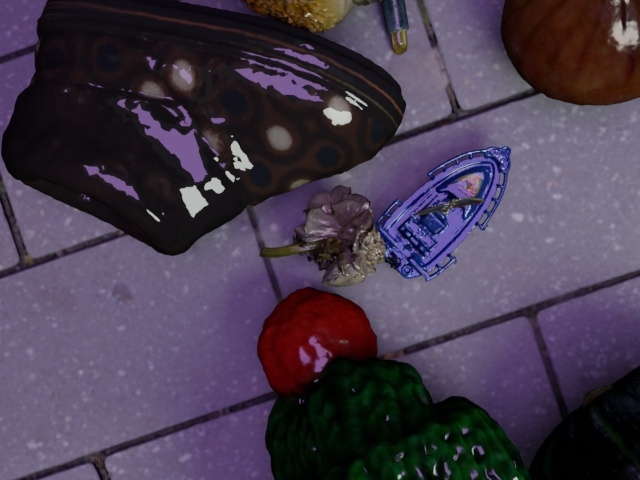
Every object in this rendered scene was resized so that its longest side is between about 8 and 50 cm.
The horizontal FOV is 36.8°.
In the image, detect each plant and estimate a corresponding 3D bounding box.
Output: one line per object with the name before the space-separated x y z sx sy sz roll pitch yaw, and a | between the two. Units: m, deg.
plant | 0.000 0.000 0.985 0.122 0.116 0.104 -10 94 -13

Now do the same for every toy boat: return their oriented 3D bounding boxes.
toy boat | 0.134 -0.034 0.987 0.175 0.110 0.091 -44 90 0

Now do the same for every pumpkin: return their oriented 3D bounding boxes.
pumpkin | 0.339 0.237 0.909 0.248 0.248 0.248 0 91 2

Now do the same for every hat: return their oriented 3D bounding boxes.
hat | 0.033 0.194 0.934 0.274 0.242 0.332 -36 70 27

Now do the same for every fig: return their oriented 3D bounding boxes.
fig | 0.269 -0.232 0.940 0.205 0.205 0.205 0 91 2

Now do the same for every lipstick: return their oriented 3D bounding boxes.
lipstick | 0.077 -0.256 1.023 0.037 0.037 0.116 -10 94 2

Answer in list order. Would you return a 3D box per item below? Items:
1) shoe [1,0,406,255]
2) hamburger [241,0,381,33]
shoe | -0.119 -0.099 0.961 0.384 0.171 0.237 13 85 3
hamburger | -0.054 -0.333 0.900 0.302 0.302 0.170 44 75 1
